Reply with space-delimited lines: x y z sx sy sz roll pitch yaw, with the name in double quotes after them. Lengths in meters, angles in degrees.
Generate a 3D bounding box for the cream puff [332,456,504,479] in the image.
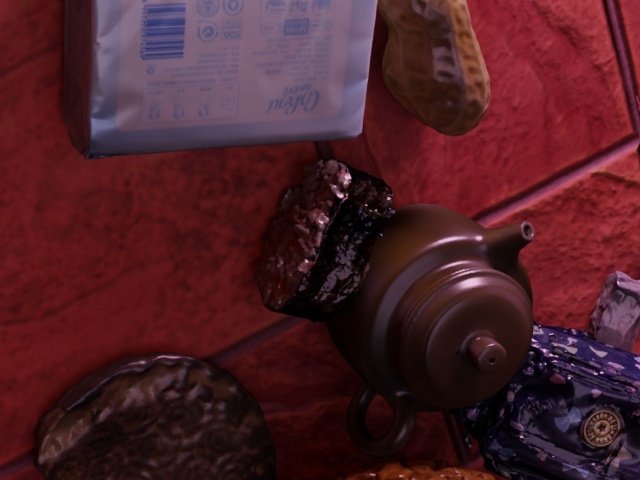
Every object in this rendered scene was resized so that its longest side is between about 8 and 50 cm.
0.068 0.347 1.891 0.327 0.231 0.343 -1 140 -25 "cream puff"

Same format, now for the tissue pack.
-0.087 -0.170 1.677 0.263 0.089 0.177 -7 115 -27 "tissue pack"

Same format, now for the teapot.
0.110 0.087 1.838 0.186 0.175 0.267 26 98 -31 "teapot"

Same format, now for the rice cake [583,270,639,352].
0.282 0.156 2.029 0.055 0.049 0.270 11 107 -7 "rice cake"

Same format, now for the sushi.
0.000 0.000 1.793 0.078 0.090 0.150 21 99 -36 "sushi"

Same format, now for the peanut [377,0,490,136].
0.095 -0.181 1.768 0.093 0.083 0.194 -13 118 18 "peanut"

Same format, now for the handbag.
0.264 0.184 1.954 0.260 0.113 0.162 23 109 -10 "handbag"

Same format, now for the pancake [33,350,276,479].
-0.168 0.244 1.849 0.286 0.033 0.288 -41 123 -4 "pancake"
